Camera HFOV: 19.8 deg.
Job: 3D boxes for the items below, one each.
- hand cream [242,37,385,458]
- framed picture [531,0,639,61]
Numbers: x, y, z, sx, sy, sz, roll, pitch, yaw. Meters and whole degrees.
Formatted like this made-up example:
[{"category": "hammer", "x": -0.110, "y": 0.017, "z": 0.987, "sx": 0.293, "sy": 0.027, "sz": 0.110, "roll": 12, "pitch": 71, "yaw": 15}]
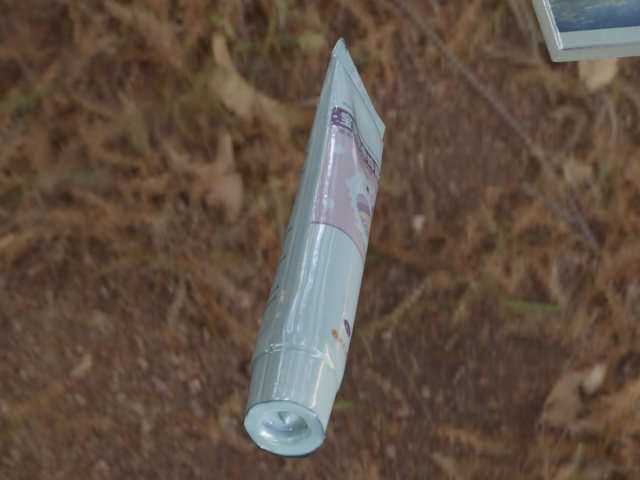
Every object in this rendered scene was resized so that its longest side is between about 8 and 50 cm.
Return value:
[{"category": "hand cream", "x": 0.000, "y": 0.000, "z": 1.190, "sx": 0.058, "sy": 0.085, "sz": 0.331, "roll": -16, "pitch": 37, "yaw": 22}, {"category": "framed picture", "x": 0.225, "y": -0.189, "z": 1.208, "sx": 0.203, "sy": 0.150, "sz": 0.015, "roll": -1, "pitch": 38, "yaw": 32}]
